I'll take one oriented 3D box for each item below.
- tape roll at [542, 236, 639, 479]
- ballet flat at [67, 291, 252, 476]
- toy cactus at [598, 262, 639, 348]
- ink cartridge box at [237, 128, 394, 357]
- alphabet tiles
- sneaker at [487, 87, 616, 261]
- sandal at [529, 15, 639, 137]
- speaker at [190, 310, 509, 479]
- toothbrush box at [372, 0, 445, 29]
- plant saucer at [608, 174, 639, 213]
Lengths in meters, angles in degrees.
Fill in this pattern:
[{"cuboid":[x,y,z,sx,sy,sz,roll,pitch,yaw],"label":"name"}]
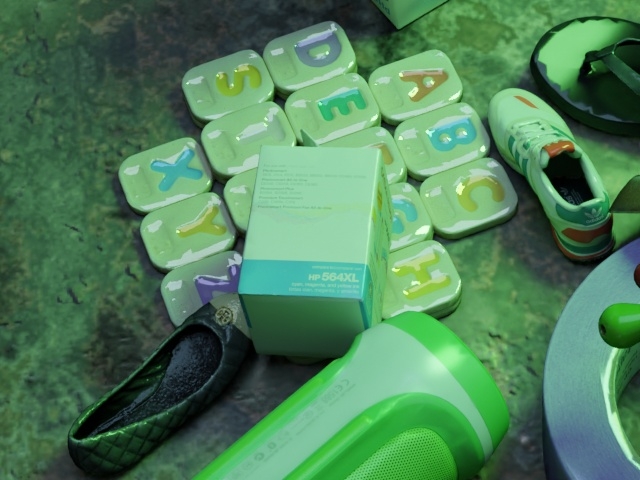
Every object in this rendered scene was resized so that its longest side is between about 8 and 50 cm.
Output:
[{"cuboid":[0.287,0.119,1.283,0.274,0.090,0.275,-3,58,4],"label":"tape roll"},{"cuboid":[-0.108,0.101,1.355,0.057,0.049,0.173,37,73,24],"label":"ballet flat"},{"cuboid":[0.290,0.044,1.181,0.219,0.180,0.112,19,42,12],"label":"toy cactus"},{"cuboid":[0.000,0.000,1.361,0.090,0.092,0.143,3,60,10],"label":"ink cartridge box"},{"cuboid":[-0.004,-0.043,1.457,0.278,0.021,0.284,-19,57,-6],"label":"alphabet tiles"},{"cuboid":[0.173,-0.065,1.418,0.057,0.075,0.161,-21,58,-7],"label":"sneaker"},{"cuboid":[0.281,-0.113,1.449,0.254,0.054,0.097,25,64,20],"label":"sandal"},{"cuboid":[-0.017,0.177,1.256,0.296,0.131,0.131,-39,62,-17],"label":"speaker"},{"cuboid":[0.101,-0.332,1.472,0.206,0.283,0.122,-32,61,-14],"label":"toothbrush box"},{"cuboid":[0.286,-0.034,1.340,0.168,0.168,0.029,-2,92,5],"label":"plant saucer"}]
